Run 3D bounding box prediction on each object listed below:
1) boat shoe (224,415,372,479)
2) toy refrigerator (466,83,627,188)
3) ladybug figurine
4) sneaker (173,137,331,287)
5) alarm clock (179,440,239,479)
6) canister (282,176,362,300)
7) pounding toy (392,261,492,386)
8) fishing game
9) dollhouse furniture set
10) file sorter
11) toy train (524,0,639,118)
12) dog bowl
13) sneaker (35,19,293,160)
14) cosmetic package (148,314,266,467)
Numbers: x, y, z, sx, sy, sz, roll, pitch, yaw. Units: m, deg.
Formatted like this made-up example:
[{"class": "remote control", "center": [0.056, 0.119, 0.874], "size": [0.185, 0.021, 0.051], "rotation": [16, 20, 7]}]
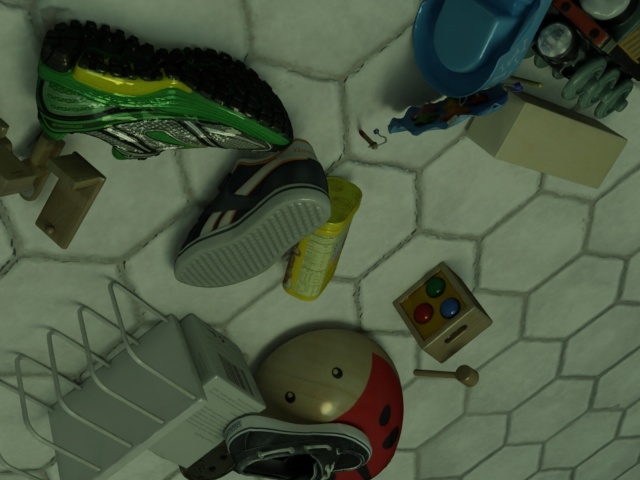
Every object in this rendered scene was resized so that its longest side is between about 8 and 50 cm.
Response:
[{"class": "boat shoe", "center": [-0.023, 0.377, 1.465], "size": [0.301, 0.102, 0.108], "rotation": [20, 119, -37]}, {"class": "toy refrigerator", "center": [0.381, -0.175, 1.426], "size": [0.270, 0.094, 0.102], "rotation": [10, 117, -36]}, {"class": "ladybug figurine", "center": [0.032, 0.351, 1.662], "size": [0.305, 0.162, 0.449], "rotation": [-31, 137, -1]}, {"class": "sneaker", "center": [-0.104, -0.036, 1.273], "size": [0.126, 0.127, 0.321], "rotation": [21, 141, -39]}, {"class": "alarm clock", "center": [-0.229, 0.412, 1.650], "size": [0.129, 0.064, 0.192], "rotation": [-46, 132, 16]}, {"class": "canister", "center": [0.000, 0.000, 1.356], "size": [0.126, 0.073, 0.169], "rotation": [-53, 165, -51]}, {"class": "pounding toy", "center": [0.221, 0.176, 1.573], "size": [0.181, 0.206, 0.094], "rotation": [-41, 136, 10]}, {"class": "fishing game", "center": [0.183, -0.198, 1.242], "size": [0.264, 0.189, 0.041], "rotation": [-20, 108, 1]}, {"class": "dollhouse furniture set", "center": [-0.390, -0.065, 1.059], "size": [0.123, 0.144, 0.151], "rotation": [-55, 169, 24]}, {"class": "file sorter", "center": [-0.356, 0.230, 1.316], "size": [0.278, 0.192, 0.173], "rotation": [-38, 134, 7]}, {"class": "toy train", "center": [0.420, -0.298, 1.253], "size": [0.190, 0.142, 0.334], "rotation": [-49, 156, 21]}, {"class": "dog bowl", "center": [0.235, -0.336, 1.151], "size": [0.074, 0.166, 0.297], "rotation": [-8, 133, -39]}, {"class": "sneaker", "center": [-0.195, -0.171, 1.099], "size": [0.344, 0.134, 0.146], "rotation": [11, 130, -25]}, {"class": "cosmetic package", "center": [-0.224, 0.258, 1.441], "size": [0.184, 0.151, 0.151], "rotation": [-37, 136, 6]}]
